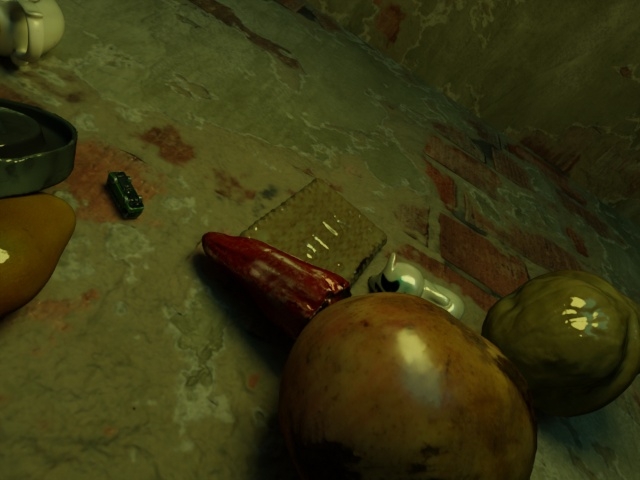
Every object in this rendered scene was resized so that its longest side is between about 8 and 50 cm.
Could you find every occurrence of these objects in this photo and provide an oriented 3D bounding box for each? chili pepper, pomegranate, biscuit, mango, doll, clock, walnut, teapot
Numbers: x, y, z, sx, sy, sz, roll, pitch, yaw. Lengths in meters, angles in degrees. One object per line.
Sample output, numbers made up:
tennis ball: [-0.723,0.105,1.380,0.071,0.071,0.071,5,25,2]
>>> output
chili pepper: [-0.075,0.057,0.769,0.253,0.136,0.144,32,32,22]
pomegranate: [0.103,0.213,0.612,0.322,0.322,0.322,23,38,-19]
biscuit: [0.000,0.000,0.963,0.217,0.044,0.325,40,36,3]
mango: [-0.378,0.014,0.576,0.139,0.113,0.253,29,29,0]
doll: [0.182,0.114,0.934,0.181,0.110,0.107,32,34,-3]
clock: [-0.465,-0.130,0.630,0.281,0.055,0.280,12,25,-6]
walnut: [0.469,0.193,0.953,0.282,0.277,0.253,37,40,-19]
teapot: [-0.563,-0.416,0.879,0.298,0.139,0.204,48,35,17]

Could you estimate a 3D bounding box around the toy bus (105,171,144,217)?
toy bus: [-0.314,-0.073,0.790,0.031,0.037,0.083,-11,58,-47]
